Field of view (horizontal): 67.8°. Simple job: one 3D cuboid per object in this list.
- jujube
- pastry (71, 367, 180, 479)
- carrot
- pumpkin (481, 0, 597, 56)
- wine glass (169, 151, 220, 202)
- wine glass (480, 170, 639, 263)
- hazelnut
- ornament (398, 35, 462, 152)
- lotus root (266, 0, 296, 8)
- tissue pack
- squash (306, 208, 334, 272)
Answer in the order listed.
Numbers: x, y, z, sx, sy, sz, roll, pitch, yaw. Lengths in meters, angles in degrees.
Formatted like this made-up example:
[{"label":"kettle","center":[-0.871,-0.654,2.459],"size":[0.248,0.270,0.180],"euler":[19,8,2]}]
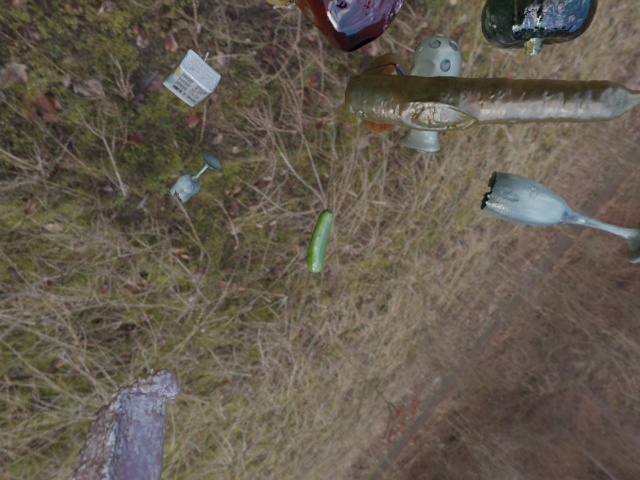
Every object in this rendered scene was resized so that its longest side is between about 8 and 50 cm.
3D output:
[{"label":"jujube","center":[0.090,-0.616,1.048],"size":[0.258,0.258,0.377],"euler":[-15,138,-52]},{"label":"pastry","center":[-0.247,0.288,0.585],"size":[0.103,0.112,0.265],"euler":[42,54,-55]},{"label":"carrot","center":[0.191,-0.164,0.568],"size":[0.070,0.342,0.070],"euler":[8,90,-68]},{"label":"pumpkin","center":[0.425,-0.444,0.936],"size":[0.211,0.211,0.152],"euler":[-27,106,-41]},{"label":"wine glass","center":[-0.428,-0.211,1.616],"size":[0.195,0.079,0.079],"euler":[-39,162,27]},{"label":"wine glass","center":[0.502,-0.126,0.910],"size":[0.096,0.309,0.264],"euler":[-51,159,-65]},{"label":"hazelnut","center":[0.189,-0.413,1.358],"size":[0.181,0.181,0.212],"euler":[48,53,-31]},{"label":"ornament","center":[0.158,-0.215,0.697],"size":[0.081,0.075,0.156],"euler":[-4,119,-22]},{"label":"lotus root","center":[-0.077,-0.716,1.180],"size":[0.160,0.146,0.284],"euler":[-38,153,-37]},{"label":"tissue pack","center":[-0.515,-0.674,1.948],"size":[0.159,0.229,0.145],"euler":[37,70,-27]},{"label":"squash","center":[-0.001,0.000,0.646],"size":[0.027,0.027,0.089],"euler":[9,94,-62]}]
